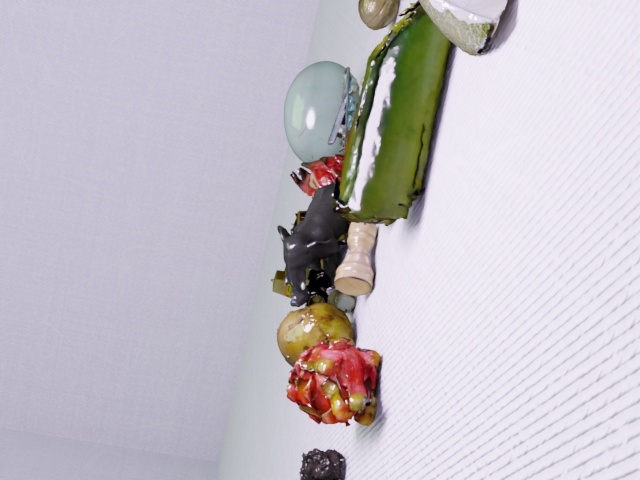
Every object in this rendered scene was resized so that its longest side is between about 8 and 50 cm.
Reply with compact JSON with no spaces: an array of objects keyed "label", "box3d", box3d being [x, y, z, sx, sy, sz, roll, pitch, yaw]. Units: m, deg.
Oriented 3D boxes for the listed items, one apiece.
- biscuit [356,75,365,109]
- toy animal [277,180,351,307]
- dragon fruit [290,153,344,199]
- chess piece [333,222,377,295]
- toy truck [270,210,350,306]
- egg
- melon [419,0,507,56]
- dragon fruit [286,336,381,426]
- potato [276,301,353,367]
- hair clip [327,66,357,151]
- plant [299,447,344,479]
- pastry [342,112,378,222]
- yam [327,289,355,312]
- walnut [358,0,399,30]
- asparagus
[{"label":"biscuit","box3d":[0.103,-0.258,1.716,0.339,0.047,0.216,-143,63,-82]},{"label":"toy animal","box3d":[-0.006,0.001,1.623,0.146,0.114,0.245,69,-150,-48]},{"label":"dragon fruit","box3d":[0.026,-0.111,1.756,0.121,0.130,0.142,-42,10,-17]},{"label":"chess piece","box3d":[0.065,0.026,1.561,0.066,0.066,0.122,115,170,-59]},{"label":"toy truck","box3d":[-0.013,0.013,1.894,0.127,0.127,0.257,-86,14,-49]},{"label":"egg","box3d":[0.005,-0.266,1.965,0.168,0.168,0.231,138,140,-77]},{"label":"melon","box3d":[0.165,-0.298,1.128,0.093,0.139,0.202,-56,7,2]},{"label":"dragon fruit","box3d":[0.026,0.214,1.359,0.207,0.150,0.133,-151,43,-75]},{"label":"potato","box3d":[-0.011,0.179,1.632,0.176,0.137,0.137,110,168,-63]},{"label":"hair clip","box3d":[0.047,-0.248,1.777,0.049,0.049,0.173,123,158,-69]},{"label":"plant","box3d":[-0.009,0.400,1.510,0.085,0.087,0.174,-35,-34,-47]},{"label":"pastry","box3d":[0.087,-0.129,1.480,0.192,0.093,0.182,111,165,-47]},{"label":"yam","box3d":[0.038,0.110,1.686,0.094,0.043,0.043,-170,91,-80]},{"label":"walnut","box3d":[0.112,-0.455,1.807,0.092,0.092,0.092,-169,90,-82]},{"label":"asparagus","box3d":[0.112,-0.206,1.319,0.108,0.128,0.382,7,-83,-56]}]
